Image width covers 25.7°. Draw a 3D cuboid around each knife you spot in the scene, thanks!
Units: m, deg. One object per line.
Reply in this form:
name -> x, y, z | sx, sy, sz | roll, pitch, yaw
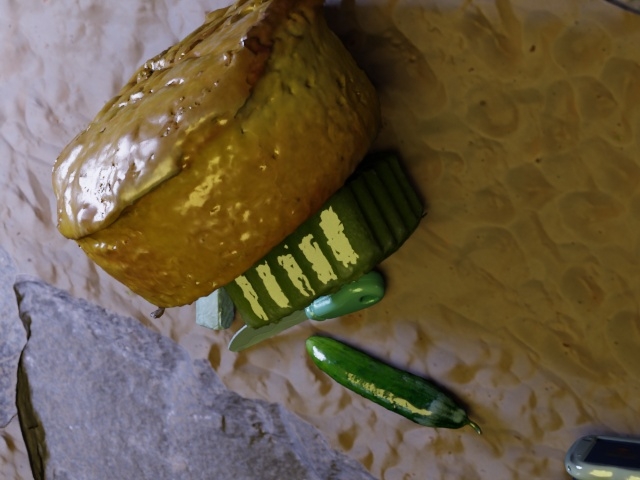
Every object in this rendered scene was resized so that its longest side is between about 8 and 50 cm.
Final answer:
knife -> -0.031, 0.095, 1.750 | 0.260, 0.063, 0.034 | -25, 61, 32

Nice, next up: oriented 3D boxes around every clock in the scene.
clock -> 0.341, 0.354, 1.628 | 0.200, 0.146, 0.243 | 5, 104, 19

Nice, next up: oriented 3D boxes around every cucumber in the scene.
cucumber -> 0.086, 0.181, 1.730 | 0.250, 0.056, 0.056 | 24, 118, 17

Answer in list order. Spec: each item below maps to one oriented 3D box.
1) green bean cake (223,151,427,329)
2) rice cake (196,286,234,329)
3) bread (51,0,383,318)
green bean cake -> 0.000, 0.000, 1.614 | 0.214, 0.200, 0.113 | -29, 96, 33
rice cake -> -0.138, 0.000, 1.773 | 0.045, 0.042, 0.245 | 14, 114, 33
bread -> -0.111, -0.113, 1.526 | 0.398, 0.398, 0.215 | -30, 109, 32
